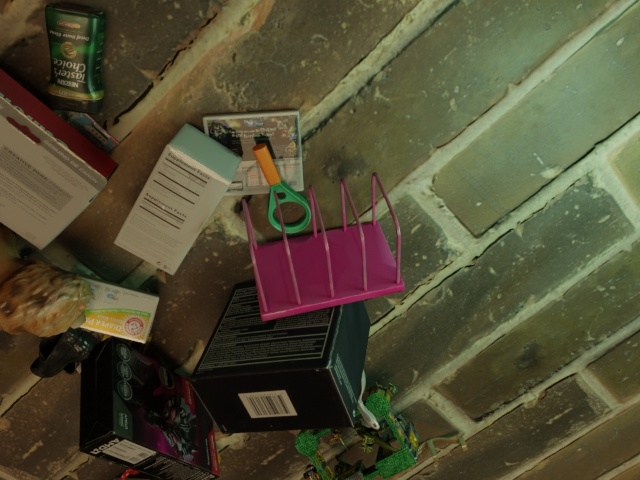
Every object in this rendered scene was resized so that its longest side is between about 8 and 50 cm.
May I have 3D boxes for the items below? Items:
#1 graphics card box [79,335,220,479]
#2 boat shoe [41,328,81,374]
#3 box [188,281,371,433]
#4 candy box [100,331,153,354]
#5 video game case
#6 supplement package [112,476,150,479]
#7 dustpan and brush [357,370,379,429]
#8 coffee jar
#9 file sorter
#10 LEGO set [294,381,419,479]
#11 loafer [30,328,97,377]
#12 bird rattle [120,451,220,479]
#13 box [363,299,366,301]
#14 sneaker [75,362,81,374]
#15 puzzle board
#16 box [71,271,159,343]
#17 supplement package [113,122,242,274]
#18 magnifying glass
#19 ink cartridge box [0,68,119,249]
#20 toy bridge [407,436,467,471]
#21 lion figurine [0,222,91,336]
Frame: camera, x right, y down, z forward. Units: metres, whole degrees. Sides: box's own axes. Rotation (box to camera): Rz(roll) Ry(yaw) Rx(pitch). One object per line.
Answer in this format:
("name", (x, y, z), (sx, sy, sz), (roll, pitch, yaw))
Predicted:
("graphics card box", (-0.372, 0.394, 1.265), (0.094, 0.233, 0.371), (-29, 137, 11))
("boat shoe", (-0.598, 0.205, 1.290), (0.081, 0.069, 0.228), (-14, 119, 2))
("box", (-0.066, 0.230, 1.194), (0.296, 0.294, 0.183), (-9, 123, 19))
("candy box", (-0.492, 0.288, 1.371), (0.105, 0.027, 0.206), (23, 114, -15))
("video game case", (-0.133, -0.176, 1.156), (0.190, 0.022, 0.173), (-4, 120, -3))
("supplement package", (-0.461, 0.803, 1.542), (0.177, 0.175, 0.293), (-17, 124, 38))
("dustpan and brush", (0.077, 0.371, 1.387), (0.211, 0.060, 0.147), (45, 111, 17))
("coffee jar", (-0.437, -0.320, 1.011), (0.096, 0.079, 0.185), (5, 118, -13))
("file sorter", (0.000, 0.000, 1.130), (0.290, 0.202, 0.182), (-12, 134, -4))
("LEGO set", (0.109, 0.518, 1.509), (0.331, 0.192, 0.255), (-40, 86, 12))
("loafer", (-0.562, 0.234, 1.205), (0.223, 0.076, 0.078), (-27, 121, 35))
("bird rattle", (-0.384, 0.582, 1.495), (0.253, 0.143, 0.207), (-31, 134, 14))
("box", (0.072, 0.112, 1.312), (0.083, 0.062, 0.052), (-21, 118, 7))
("sneaker", (-0.498, 0.329, 1.340), (0.071, 0.068, 0.170), (-48, 135, -23))
("puzzle board", (-0.477, -0.204, 1.110), (0.096, 0.011, 0.128), (-38, 116, 15))
("box", (-0.462, 0.144, 1.227), (0.203, 0.114, 0.103), (17, 83, -16))
("supplement package", (-0.277, -0.081, 1.112), (0.133, 0.139, 0.244), (31, 115, -13))
("magnifying glass", (-0.086, -0.102, 1.172), (0.092, 0.026, 0.231), (-17, 131, 7))
("ink cartridge box", (-0.542, -0.170, 1.011), (0.271, 0.130, 0.309), (-30, 120, 33))
("toy bridge", (0.318, 0.596, 1.604), (0.188, 0.063, 0.026), (-22, 119, 5))
("lion figurine", (-0.630, 0.062, 1.110), (0.240, 0.392, 0.142), (-43, 159, -6))
